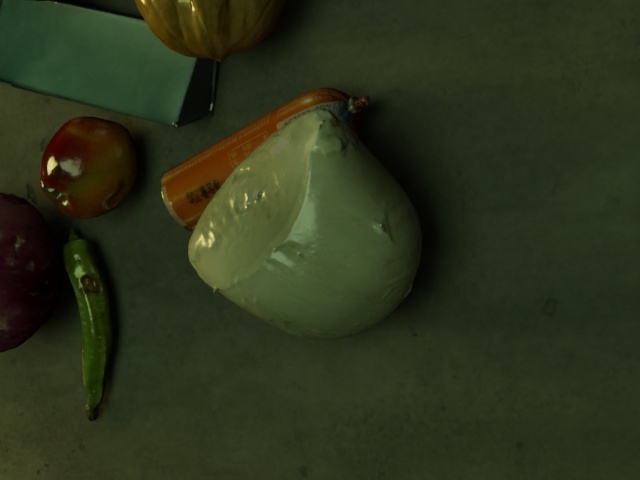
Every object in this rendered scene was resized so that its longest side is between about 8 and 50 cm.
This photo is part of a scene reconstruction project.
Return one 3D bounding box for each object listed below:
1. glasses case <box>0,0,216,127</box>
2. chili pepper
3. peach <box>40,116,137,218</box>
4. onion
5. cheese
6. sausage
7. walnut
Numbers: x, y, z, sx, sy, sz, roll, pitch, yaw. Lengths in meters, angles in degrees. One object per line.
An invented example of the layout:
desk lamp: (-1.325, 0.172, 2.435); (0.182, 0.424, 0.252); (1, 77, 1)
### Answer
glasses case: (-0.226, -0.186, 1.614); (0.266, 0.056, 0.105); (16, 87, 28)
chili pepper: (-0.241, 0.089, 1.648); (0.049, 0.043, 0.208); (-6, 91, 15)
peach: (-0.236, -0.076, 1.604); (0.100, 0.100, 0.101); (3, 95, 30)
onion: (-0.355, 0.033, 1.649); (0.177, 0.153, 0.177); (53, 155, 38)
cheese: (0.000, 0.000, 1.419); (0.198, 0.189, 0.154); (-43, 31, 25)
sausage: (-0.048, -0.084, 1.503); (0.234, 0.071, 0.071); (-26, 81, 30)
walnut: (-0.106, -0.272, 1.475); (0.159, 0.159, 0.207); (-5, 91, 31)
